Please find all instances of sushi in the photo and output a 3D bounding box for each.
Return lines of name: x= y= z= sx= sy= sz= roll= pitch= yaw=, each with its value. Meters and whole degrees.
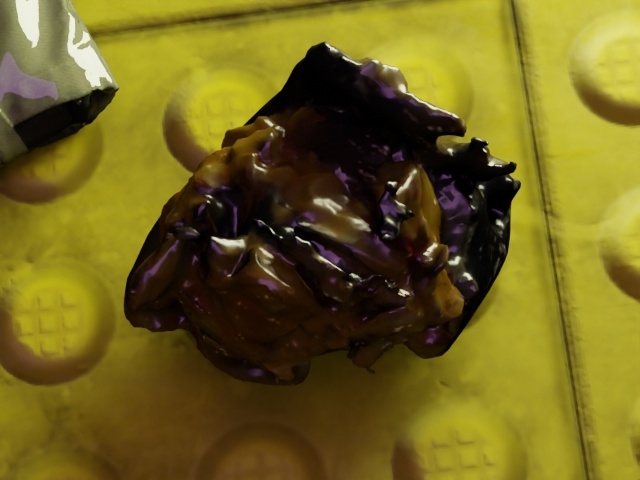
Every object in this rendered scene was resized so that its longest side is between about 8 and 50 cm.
sushi: x=-0.001 y=-0.002 z=1.107 sx=0.213 sy=0.200 sz=0.204 roll=25 pitch=78 yaw=12

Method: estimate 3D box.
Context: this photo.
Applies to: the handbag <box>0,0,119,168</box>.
handbag: x=-0.321 y=-0.136 z=1.228 sx=0.315 sy=0.109 sz=0.253 roll=-25 pitch=74 yaw=-10
